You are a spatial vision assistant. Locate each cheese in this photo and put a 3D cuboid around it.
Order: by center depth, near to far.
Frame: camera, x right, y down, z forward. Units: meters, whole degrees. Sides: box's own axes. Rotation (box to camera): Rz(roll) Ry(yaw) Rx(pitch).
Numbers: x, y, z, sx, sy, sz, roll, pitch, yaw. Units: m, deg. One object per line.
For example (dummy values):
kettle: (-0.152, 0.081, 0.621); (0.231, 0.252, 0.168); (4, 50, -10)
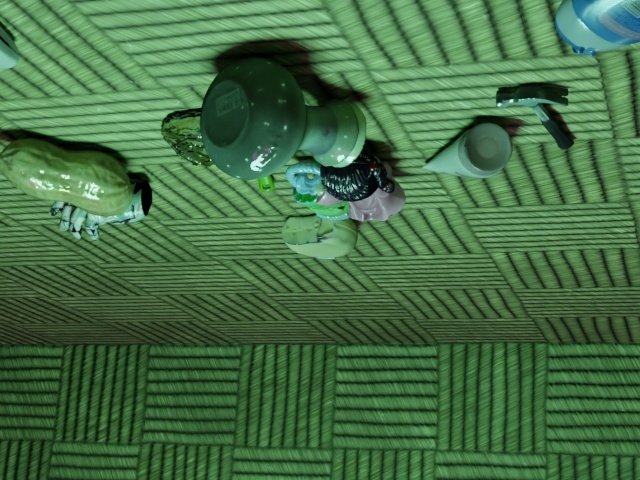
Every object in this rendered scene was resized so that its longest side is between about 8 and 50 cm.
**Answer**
cheese: (0.021, 0.002, 2.514); (0.163, 0.071, 0.249); (-3, 162, 24)

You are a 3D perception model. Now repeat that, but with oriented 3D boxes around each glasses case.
glasses case: (-0.490, -0.291, 1.646); (0.076, 0.049, 0.197); (0, 163, 12)

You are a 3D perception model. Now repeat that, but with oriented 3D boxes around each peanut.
peanut: (-0.455, -0.121, 2.129); (0.256, 0.124, 0.123); (18, 159, -29)

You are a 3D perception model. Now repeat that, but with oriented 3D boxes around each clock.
clock: (0.039, -0.102, 2.106); (0.194, 0.100, 0.195); (0, 162, 18)

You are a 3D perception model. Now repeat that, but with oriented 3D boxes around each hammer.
hammer: (0.365, -0.190, 1.858); (0.103, 0.029, 0.246); (-4, 164, 27)

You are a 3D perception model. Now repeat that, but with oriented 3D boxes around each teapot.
teapot: (-0.052, -0.175, 1.774); (0.183, 0.184, 0.251); (-11, 170, 42)

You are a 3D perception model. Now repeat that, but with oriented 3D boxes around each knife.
knife: (-0.106, -0.127, 2.181); (0.078, 0.023, 0.166); (-1, 163, 5)

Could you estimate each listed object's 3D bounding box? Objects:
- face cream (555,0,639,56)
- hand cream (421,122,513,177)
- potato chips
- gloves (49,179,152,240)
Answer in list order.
face cream: (0.387, -0.291, 1.396); (0.149, 0.083, 0.264); (13, 161, -28)
hand cream: (0.254, -0.137, 1.998); (0.133, 0.083, 0.248); (6, 173, -2)
potato chips: (-0.181, -0.176, 2.032); (0.202, 0.029, 0.220); (12, 159, -24)
gloves: (-0.436, -0.074, 2.287); (0.212, 0.128, 0.111); (-3, 154, 10)
